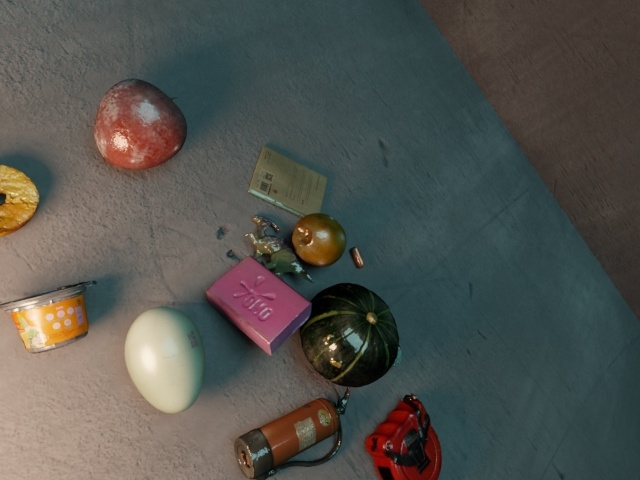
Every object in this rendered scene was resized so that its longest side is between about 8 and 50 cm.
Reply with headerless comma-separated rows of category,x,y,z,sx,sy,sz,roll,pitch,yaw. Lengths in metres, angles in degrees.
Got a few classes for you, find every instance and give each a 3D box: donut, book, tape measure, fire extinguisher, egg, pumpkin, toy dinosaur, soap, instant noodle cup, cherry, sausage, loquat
donut,-0.780,-0.088,1.022,0.174,0.074,0.190,37,50,-15
book,-0.110,-0.202,1.558,0.282,0.025,0.215,26,59,-23
tape measure,0.289,0.684,1.408,0.253,0.114,0.261,-28,88,-38
fire extinguisher,-0.058,0.568,1.243,0.375,0.113,0.201,-14,121,-36
egg,-0.380,0.295,1.066,0.182,0.182,0.265,-14,86,-37
pumpkin,0.091,0.289,1.334,0.322,0.241,0.324,20,40,-18
toy dinosaur,-0.148,0.043,1.396,0.162,0.077,0.294,-31,90,-41
soap,-0.175,0.180,1.238,0.259,0.081,0.181,35,57,23
instant noodle cup,-0.611,0.179,0.979,0.207,0.177,0.126,-14,95,-7
cherry,-0.505,-0.335,1.224,0.236,0.213,0.286,39,63,-5
sausage,0.141,0.063,1.614,0.034,0.034,0.084,-19,84,-38
loquat,0.000,0.000,1.445,0.227,0.179,0.180,17,57,-62

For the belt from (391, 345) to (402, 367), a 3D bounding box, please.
belt,0.231,0.391,1.525,0.140,0.058,0.105,51,55,-7
